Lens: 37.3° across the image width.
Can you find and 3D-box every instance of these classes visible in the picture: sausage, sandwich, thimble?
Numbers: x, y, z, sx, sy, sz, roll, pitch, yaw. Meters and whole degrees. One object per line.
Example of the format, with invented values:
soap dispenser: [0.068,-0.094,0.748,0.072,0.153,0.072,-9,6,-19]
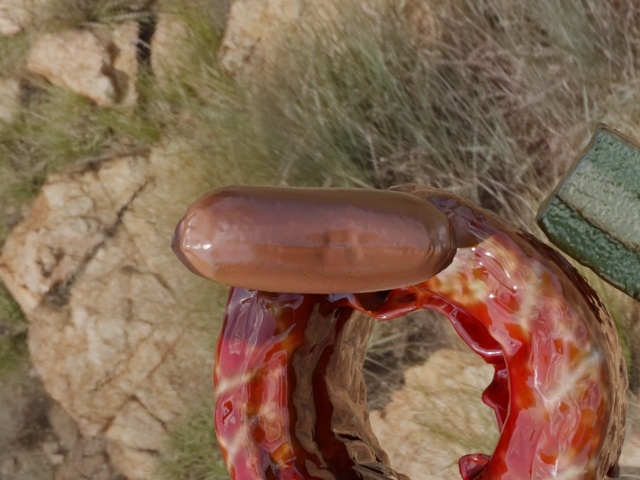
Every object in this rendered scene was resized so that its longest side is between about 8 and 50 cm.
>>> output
sausage: [0.000,0.000,0.615,0.077,0.194,0.077,180,90,-68]
sandwich: [0.293,-0.029,0.903,0.144,0.187,0.117,37,106,8]
thimble: [0.091,0.131,0.798,0.350,0.230,0.350,-2,85,25]
